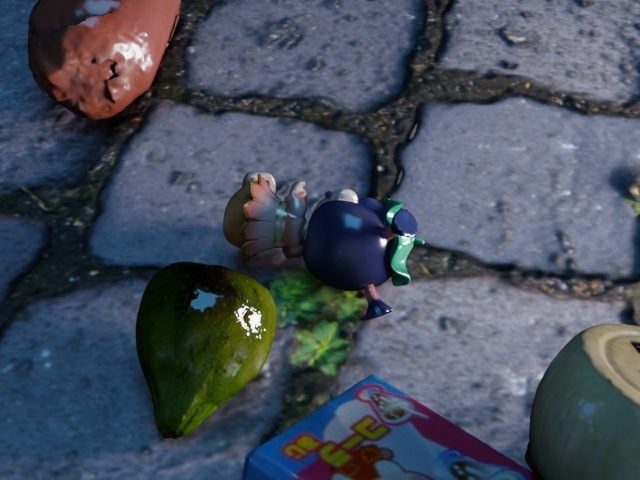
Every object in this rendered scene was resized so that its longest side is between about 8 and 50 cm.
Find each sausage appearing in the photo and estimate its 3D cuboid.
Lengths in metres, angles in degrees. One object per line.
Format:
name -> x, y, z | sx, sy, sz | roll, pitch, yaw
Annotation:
sausage -> -0.238, -0.251, 1.503 | 0.152, 0.152, 0.279 | 7, 42, 5

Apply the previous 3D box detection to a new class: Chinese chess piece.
Chinese chess piece -> 0.284, 0.162, 1.017 | 0.257, 0.104, 0.257 | 19, 18, -7

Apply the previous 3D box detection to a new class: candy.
candy -> 0.100, 0.234, 0.987 | 0.306, 0.100, 0.157 | 29, 34, 28

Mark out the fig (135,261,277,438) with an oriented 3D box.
fig -> -0.104, 0.097, 1.163 | 0.123, 0.123, 0.156 | 9, 80, 8

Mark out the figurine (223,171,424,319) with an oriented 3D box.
figurine -> 0.000, 0.000, 1.277 | 0.195, 0.111, 0.102 | 10, 24, 14
